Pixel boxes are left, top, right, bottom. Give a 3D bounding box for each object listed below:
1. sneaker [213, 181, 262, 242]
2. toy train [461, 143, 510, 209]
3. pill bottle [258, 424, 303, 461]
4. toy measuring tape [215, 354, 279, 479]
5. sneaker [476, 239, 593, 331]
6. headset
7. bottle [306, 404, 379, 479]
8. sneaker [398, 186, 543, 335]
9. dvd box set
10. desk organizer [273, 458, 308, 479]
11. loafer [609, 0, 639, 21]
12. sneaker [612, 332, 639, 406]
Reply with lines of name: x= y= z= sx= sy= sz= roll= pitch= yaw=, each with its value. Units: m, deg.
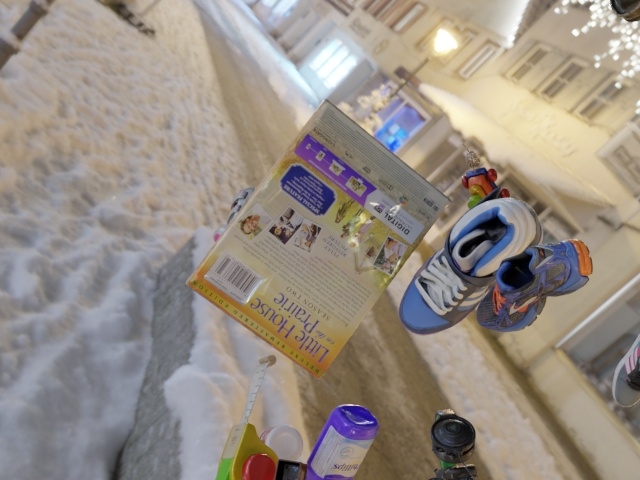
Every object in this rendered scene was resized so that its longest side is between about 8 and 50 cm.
sneaker: x=-0.177 y=-0.060 z=1.674 sx=0.111 sy=0.103 sz=0.252 roll=51 pitch=38 yaw=2
toy train: x=0.459 y=-0.150 z=2.083 sx=0.248 sy=0.105 sz=0.143 roll=49 pitch=43 yaw=-31
pill bottle: x=-0.098 y=0.465 z=1.606 sx=0.086 sy=0.086 sz=0.152 roll=46 pitch=-25 yaw=0
toy measuring tape: x=-0.117 y=0.393 z=1.383 sx=0.121 sy=0.121 sz=0.330 roll=39 pitch=54 yaw=-31
sneaker: x=0.270 y=0.059 z=0.973 sx=0.087 sy=0.221 sz=0.083 roll=8 pitch=56 yaw=-17
headset: x=0.366 y=0.643 z=2.063 sx=0.394 sy=0.185 sz=0.243 roll=-126 pitch=-151 yaw=-87
bottle: x=0.028 y=0.508 z=1.608 sx=0.118 sy=0.282 sz=0.092 roll=12 pitch=20 yaw=-39
sneaker: x=0.228 y=0.046 z=1.210 sx=0.130 sy=0.323 sz=0.236 roll=56 pitch=19 yaw=21
dvd box set: x=0.000 y=0.000 z=1.309 sx=0.308 sy=0.420 sz=0.062 roll=37 pitch=-4 yaw=-10
desk organizer: x=-0.059 y=0.444 z=1.213 sx=0.047 sy=0.130 sz=0.050 roll=5 pitch=-22 yaw=13
loafer: x=0.420 y=-0.382 z=0.897 sx=0.251 sy=0.088 sz=0.094 roll=95 pitch=-13 yaw=-61
sneaker: x=0.973 y=0.402 z=2.106 sx=0.124 sy=0.295 sz=0.178 roll=20 pitch=20 yaw=6
